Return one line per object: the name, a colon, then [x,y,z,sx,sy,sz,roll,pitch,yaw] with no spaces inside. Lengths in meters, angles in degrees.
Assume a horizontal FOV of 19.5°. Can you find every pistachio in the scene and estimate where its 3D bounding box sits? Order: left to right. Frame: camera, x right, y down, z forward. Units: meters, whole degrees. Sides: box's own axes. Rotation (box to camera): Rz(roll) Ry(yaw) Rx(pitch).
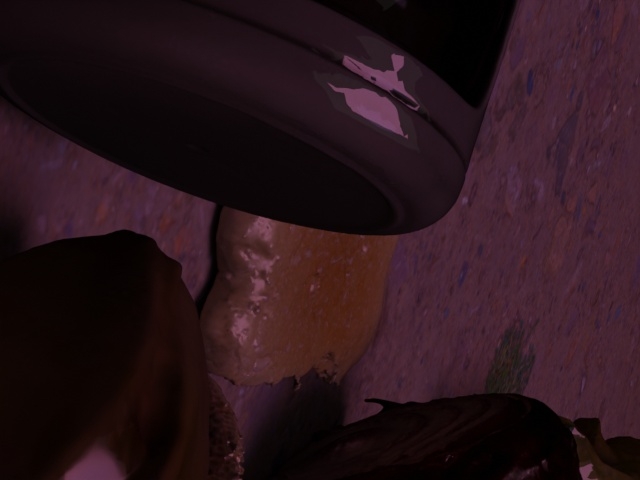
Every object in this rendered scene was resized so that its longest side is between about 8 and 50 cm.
pistachio: [-0.126,0.101,0.740,0.212,0.163,0.260,-40,-168,19]

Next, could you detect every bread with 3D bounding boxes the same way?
bread: [0.000,0.000,1.138,0.251,0.039,0.182,6,100,-69]

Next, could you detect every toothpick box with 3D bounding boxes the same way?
toothpick box: [-0.004,-0.179,0.776,0.229,0.229,0.316,49,57,-66]

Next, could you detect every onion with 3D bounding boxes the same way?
onion: [0.084,0.215,1.222,0.216,0.207,0.206,-32,108,-63]

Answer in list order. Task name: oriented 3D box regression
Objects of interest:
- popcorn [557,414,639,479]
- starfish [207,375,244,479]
popcorn: [0.210,0.298,1.594,0.274,0.279,0.335,-57,175,9]
starfish: [-0.094,0.172,0.990,0.216,0.071,0.238,-65,165,-8]
